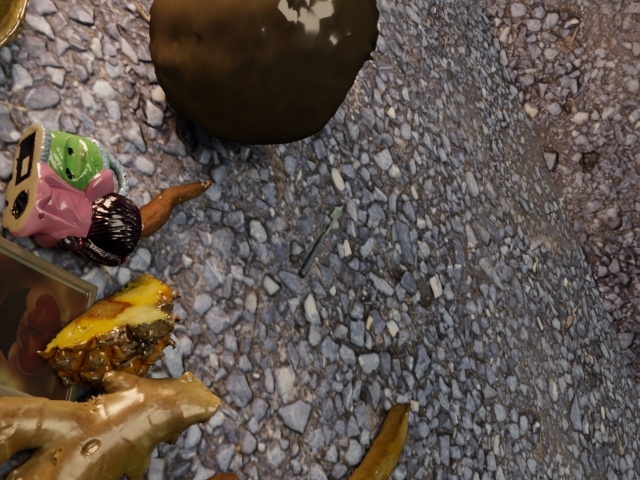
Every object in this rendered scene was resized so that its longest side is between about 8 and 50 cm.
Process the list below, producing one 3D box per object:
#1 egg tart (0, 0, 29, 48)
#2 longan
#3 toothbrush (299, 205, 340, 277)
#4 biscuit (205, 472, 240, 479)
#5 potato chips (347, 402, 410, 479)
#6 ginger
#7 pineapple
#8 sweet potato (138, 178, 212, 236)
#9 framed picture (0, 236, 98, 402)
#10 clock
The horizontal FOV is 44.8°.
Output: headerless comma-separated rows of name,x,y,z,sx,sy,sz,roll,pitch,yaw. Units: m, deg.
egg tart,-0.571,-0.434,1.034,0.443,0.178,0.443,25,56,-43
longan,-0.087,-0.371,1.396,0.436,0.404,0.404,-26,94,-53
toothbrush,0.000,0.000,1.636,0.019,0.016,0.219,49,43,-21
biscuit,-0.166,0.517,1.201,0.301,0.043,0.278,57,41,-15
potato chips,0.089,0.452,1.513,0.407,0.057,0.080,-36,105,-50
ginger,-0.334,0.273,1.029,0.363,0.122,0.348,43,60,-20
pineapple,-0.261,0.153,1.155,0.250,0.164,0.139,-50,132,-61
sweet potato,-0.260,-0.062,1.338,0.050,0.050,0.214,59,36,-13
framed picture,-0.426,0.106,1.047,0.289,0.020,0.211,40,45,-49
clock,-0.363,-0.066,1.180,0.195,0.100,0.194,25,55,-42
